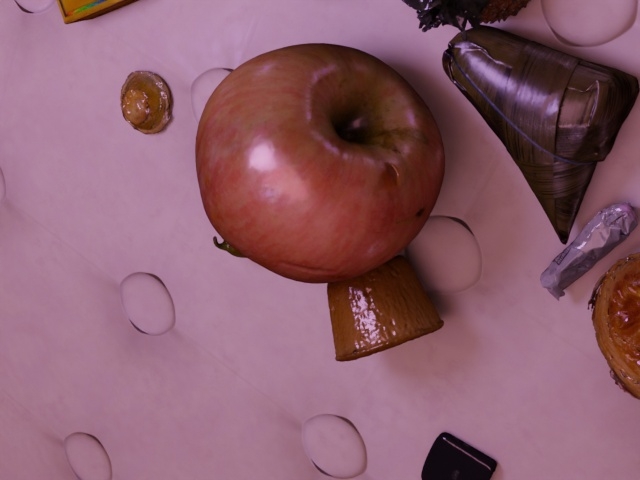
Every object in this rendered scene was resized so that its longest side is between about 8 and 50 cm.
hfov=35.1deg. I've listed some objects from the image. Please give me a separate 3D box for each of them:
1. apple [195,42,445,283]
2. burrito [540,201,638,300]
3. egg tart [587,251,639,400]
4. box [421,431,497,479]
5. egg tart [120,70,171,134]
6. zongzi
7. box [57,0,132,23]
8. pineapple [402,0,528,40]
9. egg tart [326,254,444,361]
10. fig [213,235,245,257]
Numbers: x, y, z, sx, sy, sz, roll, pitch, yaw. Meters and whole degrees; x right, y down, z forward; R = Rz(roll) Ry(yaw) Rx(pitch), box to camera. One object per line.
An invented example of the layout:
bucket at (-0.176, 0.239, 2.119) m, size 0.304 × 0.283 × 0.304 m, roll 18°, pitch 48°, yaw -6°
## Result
apple at (-0.013, -0.119, 1.623) m, size 0.391 × 0.391 × 0.346 m, roll 51°, pitch 139°, yaw 4°
burrito at (0.422, 0.014, 1.598) m, size 0.064 × 0.064 × 0.203 m, roll 45°, pitch 124°, yaw 9°
egg tart at (0.550, 0.136, 1.540) m, size 0.297 × 0.132 × 0.297 m, roll 25°, pitch 128°, yaw 35°
box at (0.254, 0.428, 1.881) m, size 0.125 × 0.027 × 0.126 m, roll 30°, pitch 122°, yaw 21°
egg tart at (-0.347, -0.265, 1.959) m, size 0.129 × 0.049 × 0.128 m, roll 11°, pitch 112°, yaw 28°
zongzi at (0.309, -0.160, 1.567) m, size 0.286 × 0.138 × 0.300 m, roll 26°, pitch 129°, yaw 25°
box at (-0.434, -0.574, 1.870) m, size 0.193 × 0.084 × 0.301 m, roll -11°, pitch 102°, yaw 33°
pineapple at (0.214, -0.356, 1.469) m, size 0.125 × 0.251 × 0.125 m, roll 17°, pitch 118°, yaw 35°
egg tart at (0.097, 0.116, 1.757) m, size 0.203 × 0.202 × 0.147 m, roll -22°, pitch 87°, yaw 35°
fig at (-0.153, -0.002, 1.914) m, size 0.082 × 0.098 × 0.084 m, roll 53°, pitch 165°, yaw 30°
